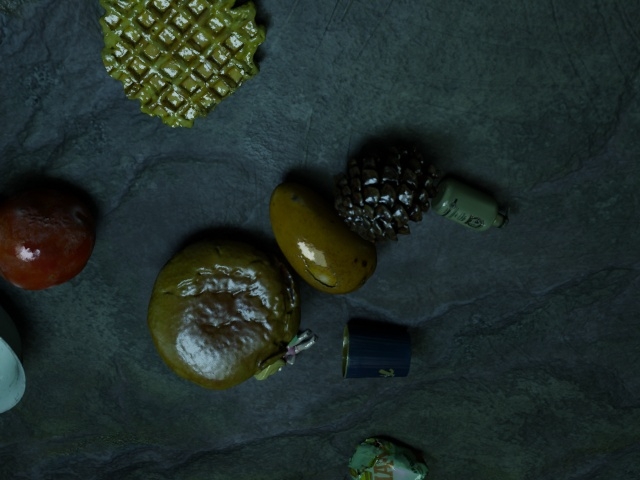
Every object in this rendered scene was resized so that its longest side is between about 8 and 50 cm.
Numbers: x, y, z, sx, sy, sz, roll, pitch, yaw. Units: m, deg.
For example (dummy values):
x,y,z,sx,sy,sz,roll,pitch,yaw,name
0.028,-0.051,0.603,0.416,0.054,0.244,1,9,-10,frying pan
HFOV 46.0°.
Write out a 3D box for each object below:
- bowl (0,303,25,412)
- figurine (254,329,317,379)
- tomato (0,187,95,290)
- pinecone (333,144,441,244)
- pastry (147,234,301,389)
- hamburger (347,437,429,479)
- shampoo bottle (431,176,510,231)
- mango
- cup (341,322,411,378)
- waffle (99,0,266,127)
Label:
x,y,z,sx,sy,sz,roll,pitch,yaw,name
-0.901,0.227,1.849,0.434,0.196,0.435,4,132,4,bowl
-0.094,0.285,1.897,0.187,0.083,0.083,-31,122,18,figurine
-0.596,0.006,1.607,0.231,0.189,0.232,-17,137,-17,tomato
0.126,-0.096,1.468,0.184,0.179,0.204,44,79,-5,pinecone
-0.213,0.161,1.675,0.355,0.164,0.356,-2,102,-7,pastry
0.173,0.670,2.170,0.214,0.125,0.235,25,126,-8,hamburger
0.310,-0.064,1.535,0.162,0.079,0.079,23,130,-14,shampoo bottle
0.000,0.000,1.562,0.159,0.191,0.290,-34,115,22,mango
0.133,0.277,1.839,0.155,0.131,0.176,4,161,-2,cup
-0.245,-0.342,1.368,0.311,0.060,0.307,-3,131,12,waffle
